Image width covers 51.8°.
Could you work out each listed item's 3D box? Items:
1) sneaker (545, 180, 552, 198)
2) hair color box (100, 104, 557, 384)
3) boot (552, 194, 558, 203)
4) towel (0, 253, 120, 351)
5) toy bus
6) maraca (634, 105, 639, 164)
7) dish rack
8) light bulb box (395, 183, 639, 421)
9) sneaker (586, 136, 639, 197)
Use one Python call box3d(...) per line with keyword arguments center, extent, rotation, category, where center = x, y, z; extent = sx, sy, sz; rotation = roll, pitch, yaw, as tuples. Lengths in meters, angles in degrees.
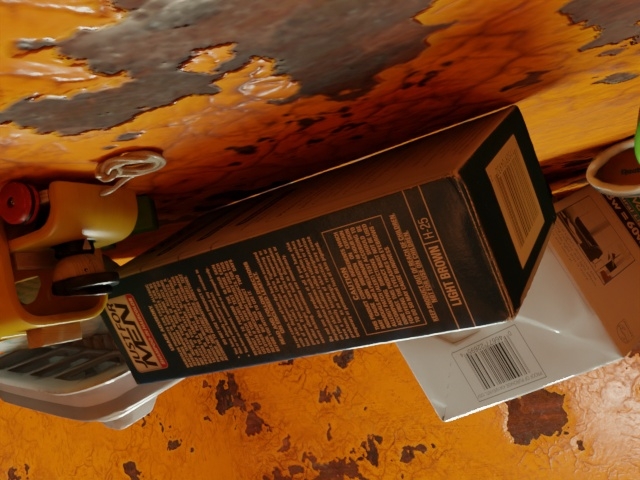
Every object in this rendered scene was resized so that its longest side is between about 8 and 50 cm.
box3d(center=(0.313, -0.063, 1.064), extent=(0.089, 0.051, 0.170), rotation=(-23, 173, 40), category="sneaker")
box3d(center=(-0.005, 0.012, 0.539), extent=(0.347, 0.105, 0.174), rotation=(-15, -165, 34), category="hair color box")
box3d(center=(0.352, -0.037, 1.331), extent=(0.208, 0.076, 0.189), rotation=(-16, 167, -26), category="boot")
box3d(center=(-0.407, 0.086, 0.665), extent=(0.320, 0.090, 0.374), rotation=(-9, 177, -38), category="towel")
box3d(center=(-0.202, 0.023, 0.468), extent=(0.190, 0.104, 0.202), rotation=(-11, 175, -19), category="toy bus")
box3d(center=(0.252, -0.092, 0.377), extent=(0.127, 0.099, 0.186), rotation=(-15, 149, 0), category="maraca")
box3d(center=(-0.196, 0.118, 0.779), extent=(0.285, 0.072, 0.333), rotation=(-6, -165, 43), category="dish rack")
box3d(center=(0.359, 0.083, 1.092), extent=(0.361, 0.225, 0.358), rotation=(-22, 168, -42), category="light bulb box")
box3d(center=(0.438, -0.099, 0.789), extent=(0.092, 0.087, 0.228), rotation=(-5, 169, -44), category="sneaker")
